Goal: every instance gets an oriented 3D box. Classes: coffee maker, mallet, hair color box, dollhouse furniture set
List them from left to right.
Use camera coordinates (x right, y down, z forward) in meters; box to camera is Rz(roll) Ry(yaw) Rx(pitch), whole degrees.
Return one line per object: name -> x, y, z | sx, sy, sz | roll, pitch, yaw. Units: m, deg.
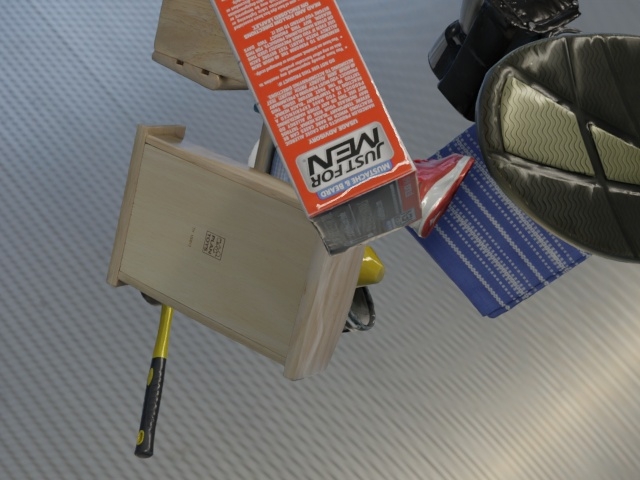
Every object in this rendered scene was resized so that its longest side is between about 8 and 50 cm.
mallet -> -0.147, 0.101, 0.995 | 0.039, 0.062, 0.190 | 31, 58, -36
hair color box -> -0.010, -0.083, 0.519 | 0.053, 0.093, 0.167 | -23, 77, 2
dollhouse furniture set -> 0.013, -0.054, 0.956 | 0.198, 0.286, 0.303 | 24, 19, 29
coffee maker -> 0.204, -0.214, 1.257 | 0.120, 0.178, 0.171 | -7, 62, -14

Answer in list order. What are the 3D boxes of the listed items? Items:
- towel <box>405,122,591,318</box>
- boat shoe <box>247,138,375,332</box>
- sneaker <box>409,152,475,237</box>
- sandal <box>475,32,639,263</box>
towel -> 0.271, -0.058, 1.517 | 0.243, 0.336, 0.040 | 48, 33, -7
boat shoe -> -0.001, 0.003, 1.347 | 0.105, 0.306, 0.113 | 5, 42, 25
sneaker -> 0.103, -0.085, 1.334 | 0.128, 0.087, 0.221 | 31, 18, 6
sandal -> 0.217, -0.042, 0.653 | 0.302, 0.086, 0.120 | 6, 87, -25
